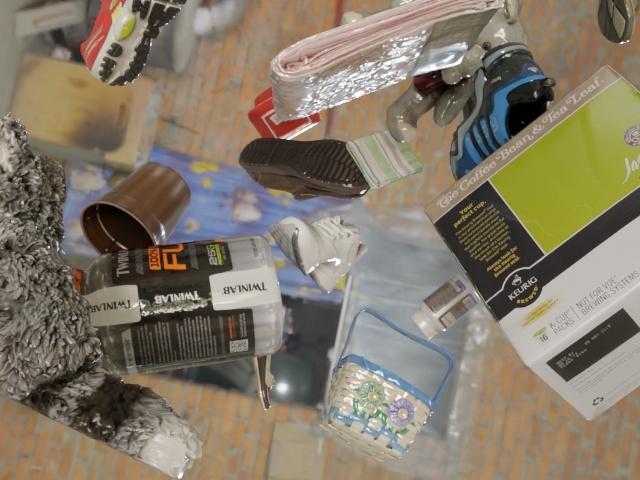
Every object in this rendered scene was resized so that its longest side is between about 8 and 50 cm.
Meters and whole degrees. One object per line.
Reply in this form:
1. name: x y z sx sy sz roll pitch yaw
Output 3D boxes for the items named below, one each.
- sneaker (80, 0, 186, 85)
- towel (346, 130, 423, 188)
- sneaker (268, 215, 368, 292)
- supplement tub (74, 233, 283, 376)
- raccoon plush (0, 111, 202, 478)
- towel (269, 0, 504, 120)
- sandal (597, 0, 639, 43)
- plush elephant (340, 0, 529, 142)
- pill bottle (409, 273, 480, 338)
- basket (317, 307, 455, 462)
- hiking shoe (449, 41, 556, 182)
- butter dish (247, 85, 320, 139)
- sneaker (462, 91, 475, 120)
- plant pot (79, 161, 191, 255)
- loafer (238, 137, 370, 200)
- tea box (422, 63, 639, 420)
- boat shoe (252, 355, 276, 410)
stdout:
1. sneaker: -0.315 -0.396 1.439 0.279 0.118 0.107 -53 148 11
2. towel: 0.134 -0.172 1.766 0.113 0.152 0.023 60 -39 10
3. sneaker: 0.000 0.000 1.566 0.129 0.111 0.297 -40 161 4
4. supplement tub: -0.241 0.108 1.419 0.207 0.338 0.207 173 -90 -79
5. raccoon plush: -0.295 0.058 1.046 0.299 0.446 0.216 -64 -176 -19
6. towel: 0.081 -0.257 1.231 0.332 0.317 0.053 129 -59 -87
7. sandal: 0.640 -0.529 1.838 0.120 0.086 0.302 93 5 -45
8. plush elephant: 0.254 -0.335 1.548 0.255 0.330 0.271 29 -35 61
9. pill bottle: 0.259 0.140 1.817 0.137 0.078 0.078 -38 -176 1
10. basket: 0.145 0.322 1.906 0.289 0.255 0.201 -65 -174 -29
11. hiking shoe: 0.286 -0.157 1.379 0.304 0.113 0.132 92 -20 -45
12. butter dish: -0.104 -0.348 2.241 0.160 0.160 0.118 53 10 -52
13. sneaker: 0.508 -0.183 1.882 0.447 0.258 0.169 61 -18 18
14. plant pot: -0.337 -0.053 1.645 0.165 0.167 0.167 -56 166 -43
15. loafer: -0.021 -0.164 2.083 0.133 0.366 0.130 -57 143 -25
16. tea box: 0.376 0.001 1.179 0.329 0.220 0.323 -38 -135 13
17. boat shoe: -0.116 0.291 1.838 0.049 0.043 0.137 112 -29 -63
